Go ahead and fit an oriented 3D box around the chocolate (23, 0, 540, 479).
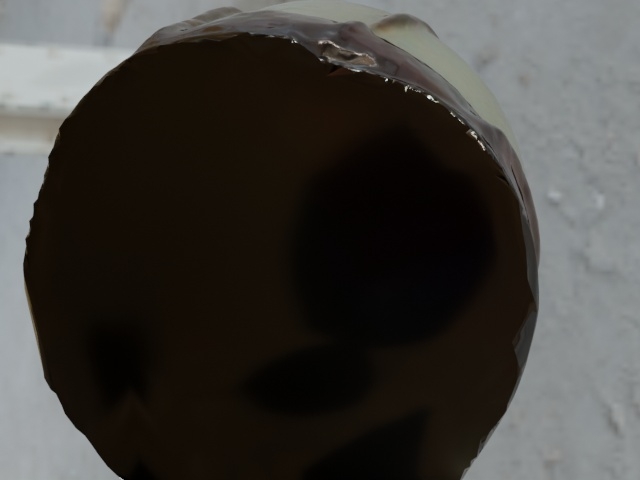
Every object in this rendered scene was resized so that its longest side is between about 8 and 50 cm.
[{"bbox_3d":[0.000,0.000,0.951,0.186,0.283,0.283,-37,-40,-68],"label":"chocolate"}]
